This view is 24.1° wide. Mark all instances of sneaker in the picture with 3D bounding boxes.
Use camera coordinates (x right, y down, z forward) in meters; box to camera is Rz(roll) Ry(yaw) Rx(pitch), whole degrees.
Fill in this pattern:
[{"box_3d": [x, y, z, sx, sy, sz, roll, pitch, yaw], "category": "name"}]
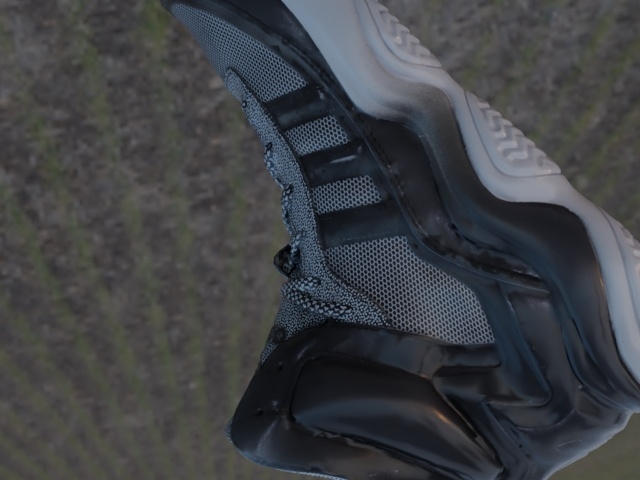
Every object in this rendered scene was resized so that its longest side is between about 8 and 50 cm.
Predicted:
[{"box_3d": [0.000, 0.000, 0.560, 0.153, 0.268, 0.101, -46, 167, 0], "category": "sneaker"}]
